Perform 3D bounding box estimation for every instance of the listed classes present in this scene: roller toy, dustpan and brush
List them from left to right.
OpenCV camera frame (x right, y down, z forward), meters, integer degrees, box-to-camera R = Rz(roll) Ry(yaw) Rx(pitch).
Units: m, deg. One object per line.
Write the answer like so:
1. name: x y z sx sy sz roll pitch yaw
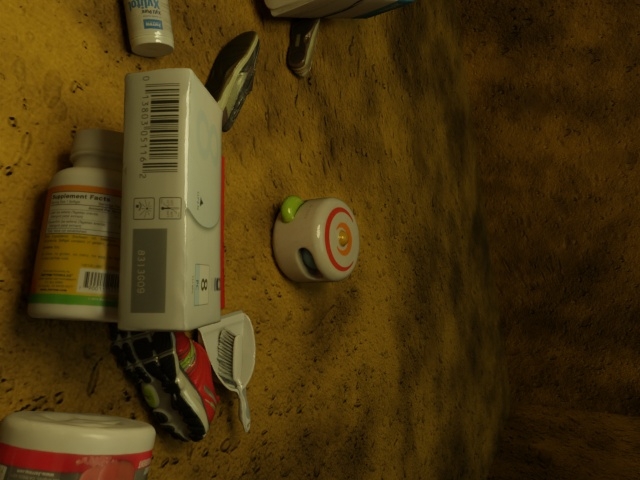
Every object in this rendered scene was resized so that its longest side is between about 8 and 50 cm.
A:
1. dustpan and brush: -0.158 0.247 0.867 0.147 0.060 0.211 -6 96 -65
2. roller toy: 0.000 0.000 1.069 0.209 0.146 0.191 11 77 -56

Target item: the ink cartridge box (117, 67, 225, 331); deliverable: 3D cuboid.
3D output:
1. ink cartridge box: -0.172 -0.033 0.720 0.385 0.091 0.308 36 52 -82

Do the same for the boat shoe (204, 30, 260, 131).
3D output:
1. boat shoe: -0.170 -0.312 0.920 0.073 0.080 0.224 49 53 -50

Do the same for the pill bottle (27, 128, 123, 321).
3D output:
1. pill bottle: -0.296 -0.016 0.629 0.136 0.136 0.246 20 69 -54

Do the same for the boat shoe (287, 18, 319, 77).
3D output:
1. boat shoe: -0.037 -0.494 1.163 0.072 0.068 0.190 43 59 -63

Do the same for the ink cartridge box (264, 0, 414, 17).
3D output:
1. ink cartridge box: 0.040 -0.674 1.060 0.395 0.166 0.286 -30 114 -46

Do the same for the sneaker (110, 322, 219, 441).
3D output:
1. sneaker: -0.239 0.186 0.752 0.118 0.107 0.279 -63 142 -66

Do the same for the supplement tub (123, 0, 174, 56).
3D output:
1. supplement tub: -0.279 -0.363 0.759 0.071 0.071 0.107 -13 96 -57

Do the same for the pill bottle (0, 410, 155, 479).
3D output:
1. pill bottle: -0.308 0.368 0.527 0.176 0.176 0.319 30 62 -51
